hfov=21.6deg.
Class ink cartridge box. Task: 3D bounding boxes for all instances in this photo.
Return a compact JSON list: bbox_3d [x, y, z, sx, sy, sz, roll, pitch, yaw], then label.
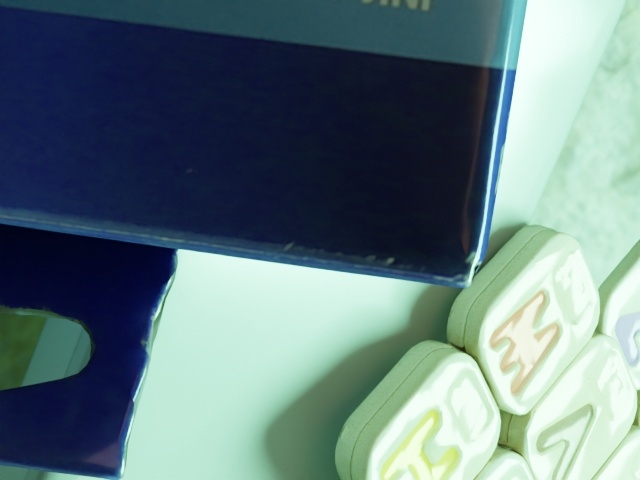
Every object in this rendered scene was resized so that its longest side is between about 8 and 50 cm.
[{"bbox_3d":[-0.070,-0.144,0.444,0.270,0.151,0.395,7,98,3],"label":"ink cartridge box"}]

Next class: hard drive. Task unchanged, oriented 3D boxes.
[{"bbox_3d":[0.000,0.000,0.625,0.203,0.040,0.308,10,106,-48],"label":"hard drive"}]

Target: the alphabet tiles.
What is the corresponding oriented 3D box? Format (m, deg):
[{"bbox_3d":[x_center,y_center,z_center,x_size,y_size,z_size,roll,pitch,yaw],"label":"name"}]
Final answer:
[{"bbox_3d":[0.104,0.138,0.714,0.278,0.021,0.284,-45,127,-26],"label":"alphabet tiles"}]
